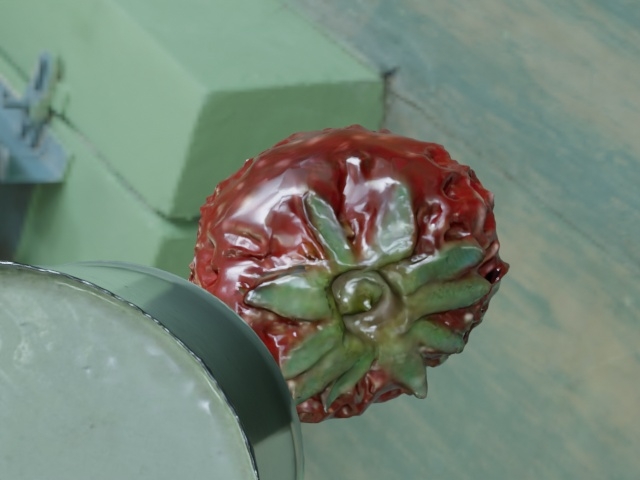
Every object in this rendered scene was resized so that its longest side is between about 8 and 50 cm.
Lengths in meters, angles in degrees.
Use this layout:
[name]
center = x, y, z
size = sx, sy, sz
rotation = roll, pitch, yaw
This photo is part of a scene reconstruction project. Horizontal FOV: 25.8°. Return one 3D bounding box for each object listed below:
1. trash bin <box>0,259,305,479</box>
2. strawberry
[trash bin]
center = -0.147, 0.144, 0.802
size = 0.432, 0.280, 0.280
rotation = 110, 153, -86
[strawberry]
center = 0.000, 0.000, 1.404
size = 0.317, 0.295, 0.345
rotation = -46, 35, 8
